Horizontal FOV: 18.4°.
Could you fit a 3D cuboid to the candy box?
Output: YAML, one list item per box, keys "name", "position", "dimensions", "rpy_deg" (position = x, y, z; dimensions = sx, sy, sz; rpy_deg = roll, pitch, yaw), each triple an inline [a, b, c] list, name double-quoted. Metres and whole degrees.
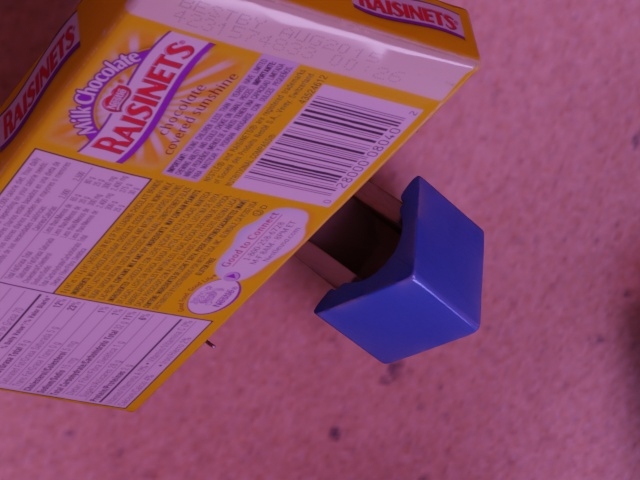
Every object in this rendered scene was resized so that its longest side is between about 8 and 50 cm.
- name: "candy box"
  position: [-0.054, -0.013, 0.590]
  dimensions: [0.105, 0.027, 0.206]
  rpy_deg: [15, 139, -30]

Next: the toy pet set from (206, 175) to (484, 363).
- name: "toy pet set"
  position: [0.000, 0.000, 0.687]
  dimensions: [0.122, 0.065, 0.114]
  rpy_deg: [-52, 130, -1]
